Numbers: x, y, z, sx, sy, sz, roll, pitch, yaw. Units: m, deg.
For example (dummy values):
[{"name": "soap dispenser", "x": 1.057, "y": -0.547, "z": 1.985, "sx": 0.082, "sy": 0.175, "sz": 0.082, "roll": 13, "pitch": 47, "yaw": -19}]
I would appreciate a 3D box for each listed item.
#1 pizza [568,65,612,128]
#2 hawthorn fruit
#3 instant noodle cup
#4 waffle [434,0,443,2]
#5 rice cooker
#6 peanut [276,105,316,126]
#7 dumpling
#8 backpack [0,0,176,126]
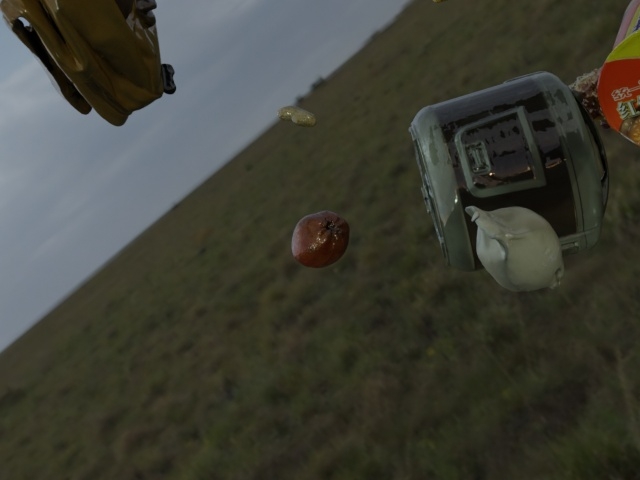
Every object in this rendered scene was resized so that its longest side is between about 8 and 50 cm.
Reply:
[{"name": "pizza", "x": 0.607, "y": -0.280, "z": 2.217, "sx": 0.081, "sy": 0.289, "sz": 0.229, "roll": -53, "pitch": -28, "yaw": -19}, {"name": "hawthorn fruit", "x": 0.000, "y": 0.000, "z": 2.265, "sx": 0.128, "sy": 0.128, "sz": 0.128, "roll": -39, "pitch": 6, "yaw": 5}, {"name": "instant noodle cup", "x": 0.489, "y": -0.249, "z": 1.513, "sx": 0.213, "sy": 0.213, "sz": 0.174, "roll": -35, "pitch": 23, "yaw": 38}, {"name": "waffle", "x": 0.261, "y": -0.511, "z": 1.782, "sx": 0.329, "sy": 0.062, "sz": 0.329, "roll": -25, "pitch": -34, "yaw": -18}, {"name": "rice cooker", "x": 0.345, "y": -0.120, "z": 1.982, "sx": 0.325, "sy": 0.335, "sz": 0.335, "roll": -15, "pitch": 8, "yaw": 3}, {"name": "peanut", "x": -0.047, "y": -0.249, "z": 2.228, "sx": 0.037, "sy": 0.083, "sz": 0.037, "roll": 16, "pitch": -90, "yaw": -74}, {"name": "dumpling", "x": 0.283, "y": 0.004, "z": 1.660, "sx": 0.111, "sy": 0.181, "sz": 0.155, "roll": -28, "pitch": 46, "yaw": -10}, {"name": "backpack", "x": -0.374, "y": -0.376, "z": 1.809, "sx": 0.201, "sy": 0.378, "sz": 0.353, "roll": -21, "pitch": 48, "yaw": 10}]
